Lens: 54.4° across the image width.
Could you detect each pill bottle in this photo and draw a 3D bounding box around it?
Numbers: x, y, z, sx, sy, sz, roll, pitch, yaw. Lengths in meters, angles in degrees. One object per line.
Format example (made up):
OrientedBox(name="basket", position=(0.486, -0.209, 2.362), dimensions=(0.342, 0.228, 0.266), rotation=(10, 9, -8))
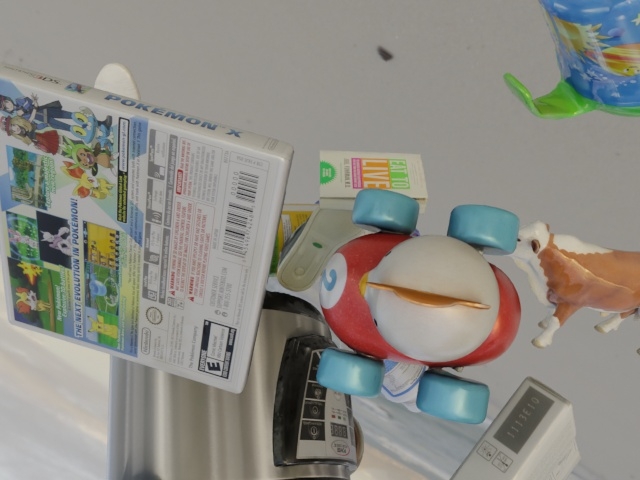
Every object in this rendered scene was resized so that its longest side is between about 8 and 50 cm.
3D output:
OrientedBox(name="pill bottle", position=(0.000, 0.000, 1.153), dimensions=(0.246, 0.136, 0.136), rotation=(0, 174, -16))
OrientedBox(name="pill bottle", position=(0.153, 0.259, 1.302), dimensions=(0.221, 0.124, 0.124), rotation=(48, 160, -24))

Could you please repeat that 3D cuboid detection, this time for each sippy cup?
OrientedBox(name="sippy cup", position=(0.364, -0.291, 0.730), dimensions=(0.240, 0.305, 0.224), rotation=(16, 179, 41))

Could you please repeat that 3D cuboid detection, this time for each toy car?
OrientedBox(name="toy car", position=(0.084, 0.051, 0.584), dimensions=(0.211, 0.219, 0.238), rotation=(11, 173, 15))

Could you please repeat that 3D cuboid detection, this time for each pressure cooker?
OrientedBox(name="pressure cooker", position=(-0.137, 0.325, 0.958), dimensions=(0.370, 0.420, 0.375), rotation=(1, 152, -14))

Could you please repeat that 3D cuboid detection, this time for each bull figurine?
OrientedBox(name="bull figurine", position=(0.418, 0.074, 0.964), dimensions=(0.311, 0.188, 0.101), rotation=(8, -153, -3))

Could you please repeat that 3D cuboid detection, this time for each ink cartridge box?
OrientedBox(name="ink cartridge box", position=(0.204, 0.318, 0.734), dimensions=(0.060, 0.275, 0.239), rotation=(33, 167, 36))

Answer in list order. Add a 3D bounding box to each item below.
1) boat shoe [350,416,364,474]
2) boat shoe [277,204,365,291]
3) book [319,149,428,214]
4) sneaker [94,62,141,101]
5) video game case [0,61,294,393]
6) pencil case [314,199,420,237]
OrientedBox(name="boat shoe", position=(-0.006, 0.355, 1.292), dimensions=(0.116, 0.123, 0.324), rotation=(48, -174, -29))
OrientedBox(name="boat shoe", position=(0.012, -0.024, 0.968), dimensions=(0.084, 0.233, 0.079), rotation=(34, -156, -18))
OrientedBox(name="book", position=(0.070, -0.084, 0.865), dimensions=(0.144, 0.096, 0.035), rotation=(1, 141, -2))
OrientedBox(name="sneaker", position=(-0.354, -0.224, 1.135), dimensions=(0.080, 0.094, 0.212), rotation=(-3, 122, -2))
OrientedBox(name="video game case", position=(-0.201, 0.006, 0.665), dimensions=(0.300, 0.036, 0.328), rotation=(16, 126, 3))
OrientedBox(name="pencil case", position=(0.101, -0.009, 1.565), dimensions=(0.306, 0.133, 0.119), rotation=(21, 169, 37))
